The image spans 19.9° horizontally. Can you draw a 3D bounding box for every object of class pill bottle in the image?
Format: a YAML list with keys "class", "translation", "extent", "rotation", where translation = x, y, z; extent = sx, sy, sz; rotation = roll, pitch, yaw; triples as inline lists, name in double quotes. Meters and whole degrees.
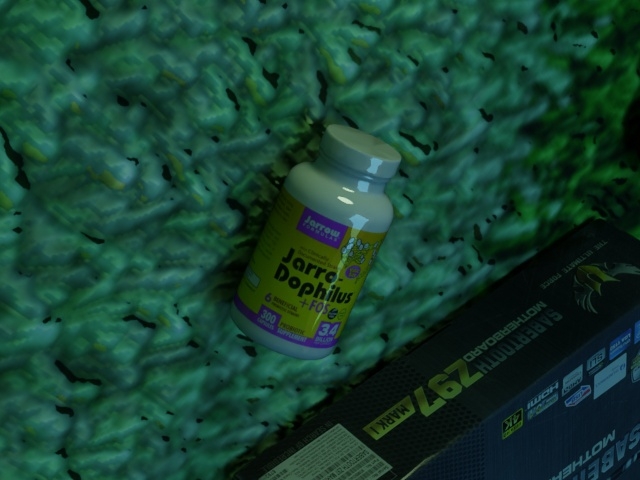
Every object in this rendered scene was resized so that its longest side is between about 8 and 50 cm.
- class: "pill bottle"
  translation: [0.000, 0.000, 0.686]
  extent: [0.043, 0.043, 0.083]
  rotation: [3, 116, -49]

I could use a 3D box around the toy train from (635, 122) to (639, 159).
- class: "toy train"
  translation: [0.234, -0.127, 0.804]
  extent: [0.143, 0.105, 0.248]
  rotation: [-31, 139, -44]

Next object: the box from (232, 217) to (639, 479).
- class: "box"
  translation: [0.069, 0.121, 0.850]
  extent: [0.233, 0.059, 0.183]
  rotation: [-32, 140, -28]
